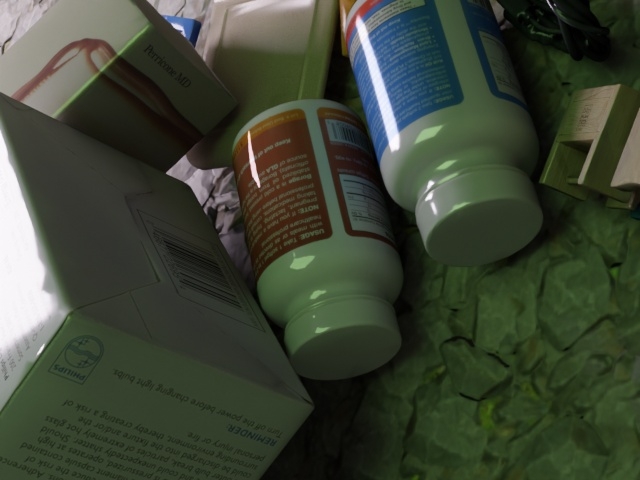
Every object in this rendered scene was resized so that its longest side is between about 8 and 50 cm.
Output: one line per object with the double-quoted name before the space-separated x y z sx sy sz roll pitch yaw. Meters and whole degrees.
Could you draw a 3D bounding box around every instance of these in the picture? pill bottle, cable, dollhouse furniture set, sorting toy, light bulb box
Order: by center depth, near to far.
"dollhouse furniture set" 0.259 -0.074 0.913 0.184 0.129 0.129 -166 98 -77
"cable" 0.163 -0.208 1.021 0.047 0.150 0.184 -30 40 -2
"pill bottle" 0.098 -0.095 1.055 0.124 0.124 0.221 -35 51 31
"light bulb box" -0.243 0.133 1.097 0.361 0.225 0.358 -53 35 15
"pill bottle" 0.000 0.000 1.117 0.121 0.121 0.216 -34 52 31
"sorting toy" -0.045 -0.166 1.290 0.348 0.047 0.196 -3 76 45

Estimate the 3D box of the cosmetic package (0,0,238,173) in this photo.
"cosmetic package" -0.244 -0.094 1.270 0.296 0.153 0.129 -44 50 7
